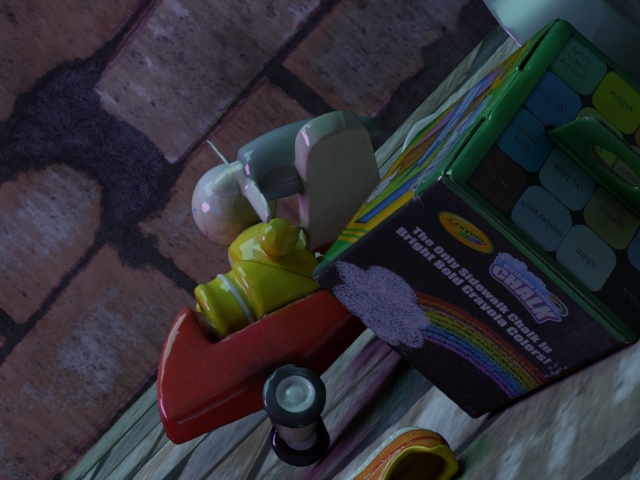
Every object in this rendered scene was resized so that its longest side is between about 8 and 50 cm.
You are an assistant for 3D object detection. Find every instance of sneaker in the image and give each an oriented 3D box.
[{"bbox_3d":[0.030,0.209,1.440,0.175,0.064,0.067,-52,16,-1],"label":"sneaker"}]

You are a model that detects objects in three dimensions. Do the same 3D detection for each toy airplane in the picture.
[{"bbox_3d":[0.000,0.000,1.931,0.384,0.272,0.386,-22,-34,-57],"label":"toy airplane"}]

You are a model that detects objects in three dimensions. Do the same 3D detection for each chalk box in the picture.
[{"bbox_3d":[0.159,-0.022,1.406,0.179,0.180,0.289,-53,8,-31],"label":"chalk box"}]

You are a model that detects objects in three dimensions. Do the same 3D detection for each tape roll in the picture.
[{"bbox_3d":[0.228,-0.155,1.540,0.072,0.219,0.219,-48,6,17],"label":"tape roll"}]
